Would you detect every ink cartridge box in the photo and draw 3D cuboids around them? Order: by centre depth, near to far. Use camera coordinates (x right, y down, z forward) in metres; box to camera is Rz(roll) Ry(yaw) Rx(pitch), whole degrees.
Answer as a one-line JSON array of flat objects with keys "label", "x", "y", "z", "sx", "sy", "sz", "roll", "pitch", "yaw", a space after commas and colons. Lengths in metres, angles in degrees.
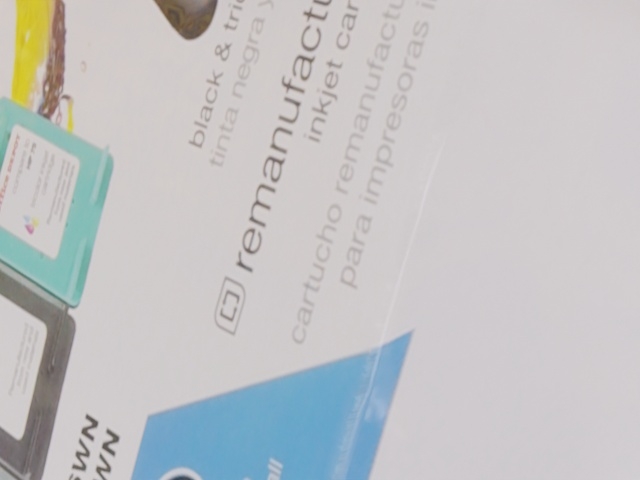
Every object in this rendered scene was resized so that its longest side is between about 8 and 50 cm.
[{"label": "ink cartridge box", "x": 0.000, "y": 0.000, "z": 0.497, "sx": 0.197, "sy": 0.198, "sz": 0.270, "roll": 10, "pitch": -171, "yaw": -40}]
